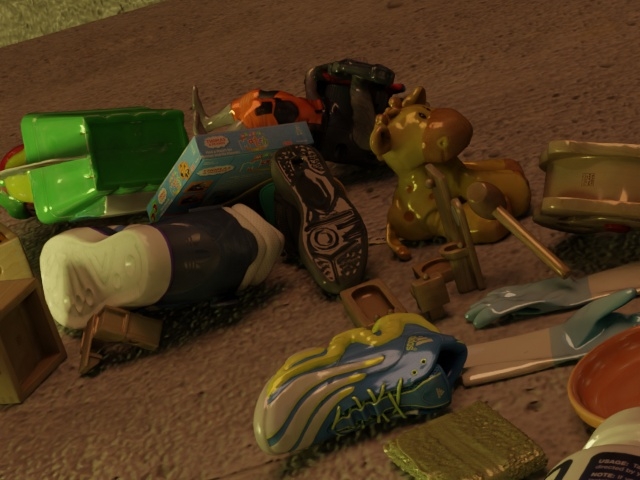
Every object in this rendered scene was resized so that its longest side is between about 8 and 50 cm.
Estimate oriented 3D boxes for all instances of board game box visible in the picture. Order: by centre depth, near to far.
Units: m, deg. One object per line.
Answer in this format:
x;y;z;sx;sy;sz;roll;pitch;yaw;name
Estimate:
-0.120;-0.084;2.130;0.160;0.039;0.211;-10;-19;-28;board game box

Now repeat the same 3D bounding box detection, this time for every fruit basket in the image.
-0.360;-0.086;2.351;0.353;0.166;0.327;-20;-8;42;fruit basket

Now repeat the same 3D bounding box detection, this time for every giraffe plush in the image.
0.136;-0.094;1.981;0.210;0.171;0.181;-15;22;6;giraffe plush

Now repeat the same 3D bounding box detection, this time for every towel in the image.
0.131;0.193;1.483;0.110;0.027;0.148;-23;21;-17;towel

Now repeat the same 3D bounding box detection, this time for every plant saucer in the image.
0.325;0.128;1.480;0.200;0.037;0.200;-16;22;6;plant saucer

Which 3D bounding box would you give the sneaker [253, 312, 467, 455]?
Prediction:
0.049;0.139;1.592;0.126;0.091;0.240;7;32;46;sneaker

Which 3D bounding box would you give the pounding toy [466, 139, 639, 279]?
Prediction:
0.304;-0.021;1.796;0.269;0.155;0.154;5;-9;20;pounding toy

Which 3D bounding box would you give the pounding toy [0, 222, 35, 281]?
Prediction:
-0.479;0.057;2.191;0.181;0.094;0.206;-25;22;-19;pounding toy

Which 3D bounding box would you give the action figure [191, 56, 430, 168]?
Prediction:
-0.014;-0.161;2.284;0.330;0.179;0.341;0;2;-5;action figure

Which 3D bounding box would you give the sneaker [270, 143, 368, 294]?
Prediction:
0.000;0.000;1.998;0.087;0.130;0.227;-17;49;-13;sneaker

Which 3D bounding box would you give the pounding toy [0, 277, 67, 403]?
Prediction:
-0.393;0.118;1.926;0.100;0.130;0.141;-6;24;28;pounding toy

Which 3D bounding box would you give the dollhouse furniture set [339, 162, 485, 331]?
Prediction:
0.091;0.013;1.819;0.151;0.123;0.144;-20;21;-7;dollhouse furniture set

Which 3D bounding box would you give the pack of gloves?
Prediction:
0.254;0.063;1.682;0.232;0.046;0.195;-13;23;10;pack of gloves

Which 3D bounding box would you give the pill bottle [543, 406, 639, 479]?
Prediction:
0.203;0.237;1.148;0.153;0.153;0.265;-3;26;32;pill bottle

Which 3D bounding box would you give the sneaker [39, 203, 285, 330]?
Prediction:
-0.184;0.030;2.038;0.236;0.130;0.322;-8;-3;-35;sneaker

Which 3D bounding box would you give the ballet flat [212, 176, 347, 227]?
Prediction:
-0.079;-0.039;2.150;0.232;0.080;0.073;-15;6;2;ballet flat

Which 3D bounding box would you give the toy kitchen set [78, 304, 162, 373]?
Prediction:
-0.240;0.129;1.931;0.083;0.075;0.068;-42;35;55;toy kitchen set
